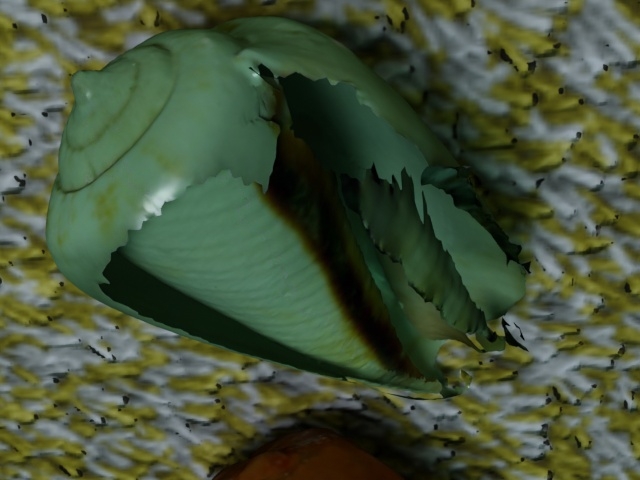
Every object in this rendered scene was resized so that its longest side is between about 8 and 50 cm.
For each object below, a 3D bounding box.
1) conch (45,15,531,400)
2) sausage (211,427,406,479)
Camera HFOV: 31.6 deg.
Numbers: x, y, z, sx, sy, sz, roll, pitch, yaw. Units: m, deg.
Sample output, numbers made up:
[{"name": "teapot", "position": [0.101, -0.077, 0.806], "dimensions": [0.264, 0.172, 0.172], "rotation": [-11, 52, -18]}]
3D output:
[{"name": "conch", "position": [0.005, -0.003, 0.477], "dimensions": [0.250, 0.137, 0.143], "rotation": [30, 114, -18]}, {"name": "sausage", "position": [0.027, 0.215, 0.593], "dimensions": [0.141, 0.153, 0.268], "rotation": [-49, 117, -22]}]
